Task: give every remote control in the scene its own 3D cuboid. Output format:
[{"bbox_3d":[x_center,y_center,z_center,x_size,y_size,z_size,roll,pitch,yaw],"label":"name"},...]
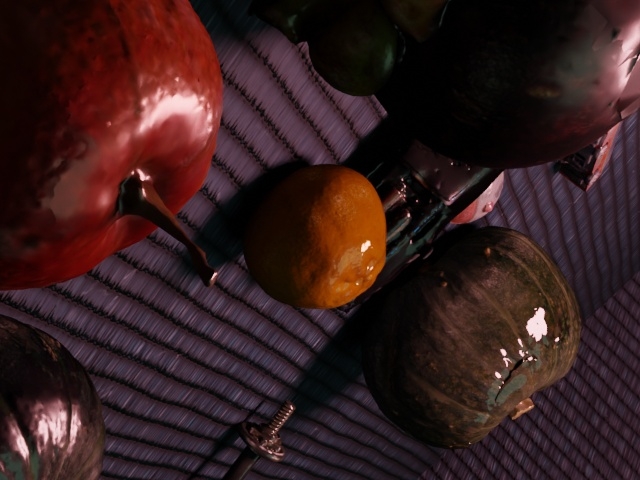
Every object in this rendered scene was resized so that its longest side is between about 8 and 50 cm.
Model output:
[{"bbox_3d":[0.127,-0.087,1.591,0.399,0.144,0.062,-46,-160,10],"label":"remote control"}]

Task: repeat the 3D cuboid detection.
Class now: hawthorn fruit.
[{"bbox_3d":[-0.151,-0.066,0.829,0.242,0.272,0.242,-36,151,-24],"label":"hawthorn fruit"}]

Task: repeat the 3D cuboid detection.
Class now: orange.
[{"bbox_3d":[0.000,0.000,1.496,0.159,0.136,0.159,-37,156,-19],"label":"orange"}]

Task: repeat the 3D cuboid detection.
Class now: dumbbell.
[{"bbox_3d":[-0.118,0.328,2.055,0.254,0.110,0.110,-54,160,11],"label":"dumbbell"}]

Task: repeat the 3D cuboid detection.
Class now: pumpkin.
[{"bbox_3d":[-0.295,0.173,1.179,0.250,0.216,0.249,-18,116,-41],"label":"pumpkin"},{"bbox_3d":[0.219,0.145,2.098,0.328,0.257,0.291,-42,169,12],"label":"pumpkin"}]

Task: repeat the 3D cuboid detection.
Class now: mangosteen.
[{"bbox_3d":[0.137,-0.198,1.149,0.311,0.311,0.311,-38,161,-16],"label":"mangosteen"}]

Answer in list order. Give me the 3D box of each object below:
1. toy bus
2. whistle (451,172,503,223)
[{"bbox_3d":[0.399,-0.144,2.127,0.077,0.065,0.192,-46,163,-16],"label":"toy bus"},{"bbox_3d":[0.127,-0.062,1.679,0.223,0.123,0.123,-19,153,-21],"label":"whistle"}]
